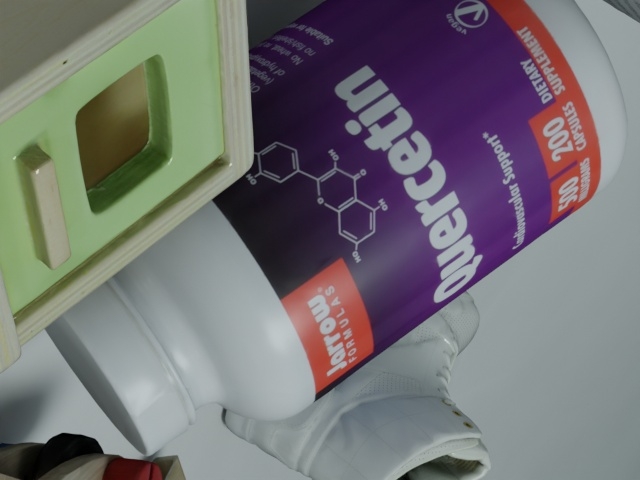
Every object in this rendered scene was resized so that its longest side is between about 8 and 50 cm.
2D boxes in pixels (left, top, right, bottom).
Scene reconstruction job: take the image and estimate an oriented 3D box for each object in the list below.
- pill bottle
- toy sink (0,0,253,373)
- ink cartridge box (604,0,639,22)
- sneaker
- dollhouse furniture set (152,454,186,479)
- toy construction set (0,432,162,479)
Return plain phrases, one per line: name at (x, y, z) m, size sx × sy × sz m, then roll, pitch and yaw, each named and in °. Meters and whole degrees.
pill bottle at (0.000, -0.024, 0.874) m, size 0.323 × 0.181 × 0.181 m, roll -36°, pitch 151°, yaw -16°
toy sink at (-0.150, -0.046, 0.675) m, size 0.234 × 0.131 × 0.153 m, roll -38°, pitch 151°, yaw -27°
ink cartridge box at (0.169, -0.189, 0.843) m, size 0.114 × 0.273 × 0.197 m, roll -57°, pitch 163°, yaw 9°
sneaker at (0.078, 0.134, 1.255) m, size 0.292 × 0.169 × 0.108 m, roll -25°, pitch 141°, yaw -48°
dollhouse furniture set at (-0.159, 0.191, 1.109) m, size 0.081 × 0.091 × 0.114 m, roll 41°, pitch 57°, yaw -26°
toy construction set at (-0.170, 0.213, 0.809) m, size 0.257 × 0.309 × 0.237 m, roll -57°, pitch 151°, yaw -11°
